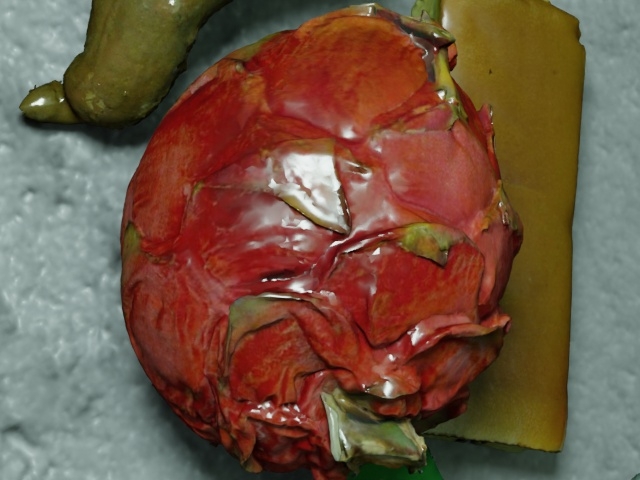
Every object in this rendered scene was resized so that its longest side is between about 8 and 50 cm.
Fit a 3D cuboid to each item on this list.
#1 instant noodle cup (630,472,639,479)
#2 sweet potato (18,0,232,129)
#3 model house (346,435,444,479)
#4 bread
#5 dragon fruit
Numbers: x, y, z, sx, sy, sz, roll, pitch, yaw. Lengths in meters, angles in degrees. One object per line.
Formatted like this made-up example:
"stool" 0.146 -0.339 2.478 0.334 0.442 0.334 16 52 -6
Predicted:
"instant noodle cup" 0.285 0.278 1.435 0.205 0.205 0.153 42 59 -17
"sweet potato" -0.084 -0.183 1.310 0.310 0.098 0.124 -36 133 -10
"model house" 0.039 0.221 1.361 0.117 0.088 0.167 -39 104 -28
"bread" 0.127 -0.020 1.459 0.138 0.077 0.361 11 77 -26
"dragon fruit" 0.000 0.000 1.276 0.277 0.277 0.342 10 59 -27
